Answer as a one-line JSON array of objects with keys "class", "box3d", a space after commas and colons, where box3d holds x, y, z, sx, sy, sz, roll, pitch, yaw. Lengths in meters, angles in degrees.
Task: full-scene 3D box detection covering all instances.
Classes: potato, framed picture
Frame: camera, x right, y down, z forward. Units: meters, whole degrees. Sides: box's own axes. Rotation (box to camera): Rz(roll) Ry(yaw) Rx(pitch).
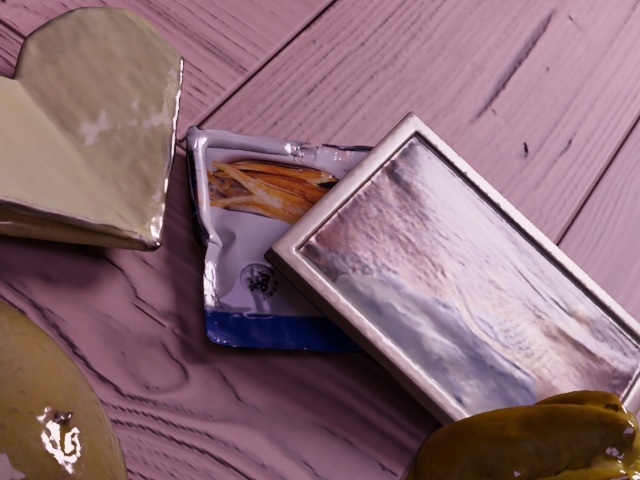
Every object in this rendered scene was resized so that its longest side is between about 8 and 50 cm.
[{"class": "potato", "box3d": [-0.168, 0.111, 0.636, 0.157, 0.157, 0.194, 8, 37, -18]}, {"class": "framed picture", "box3d": [0.103, 0.044, 0.861, 0.250, 0.016, 0.184, 44, 48, 3]}]

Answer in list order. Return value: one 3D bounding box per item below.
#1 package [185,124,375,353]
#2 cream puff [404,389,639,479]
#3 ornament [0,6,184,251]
[{"class": "package", "box3d": [0.000, 0.000, 0.868, 0.171, 0.027, 0.173, 5, 51, -21]}, {"class": "cream puff", "box3d": [0.127, 0.157, 0.555, 0.221, 0.194, 0.194, 35, 47, 4]}, {"class": "ornament", "box3d": [-0.160, -0.056, 0.830, 0.201, 0.059, 0.180, -30, 69, -36]}]
